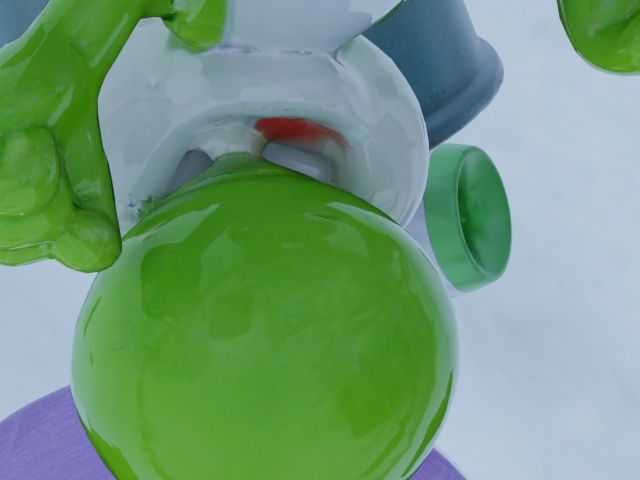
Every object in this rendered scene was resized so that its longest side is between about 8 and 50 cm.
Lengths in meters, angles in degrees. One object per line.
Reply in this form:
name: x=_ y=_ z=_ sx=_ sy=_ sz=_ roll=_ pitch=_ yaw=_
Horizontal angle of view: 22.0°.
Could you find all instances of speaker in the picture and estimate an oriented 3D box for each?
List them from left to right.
speaker: x=0.000 y=0.000 z=1.347 sx=0.296 sy=0.131 sz=0.131 roll=-9 pitch=126 yaw=29

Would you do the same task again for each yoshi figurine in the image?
yoshi figurine: x=0.000 y=-0.059 z=0.446 sx=0.203 sy=0.203 sz=0.362 roll=21 pitch=126 yaw=15

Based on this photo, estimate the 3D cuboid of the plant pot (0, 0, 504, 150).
plant pot: x=-0.097 y=-0.210 z=0.950 sx=0.341 sy=0.341 sz=0.334 roll=-20 pitch=111 yaw=-8

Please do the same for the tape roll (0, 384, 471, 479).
tape roll: x=-0.044 y=0.185 z=0.661 sx=0.275 sy=0.090 sz=0.275 roll=0 pitch=85 yaw=4
